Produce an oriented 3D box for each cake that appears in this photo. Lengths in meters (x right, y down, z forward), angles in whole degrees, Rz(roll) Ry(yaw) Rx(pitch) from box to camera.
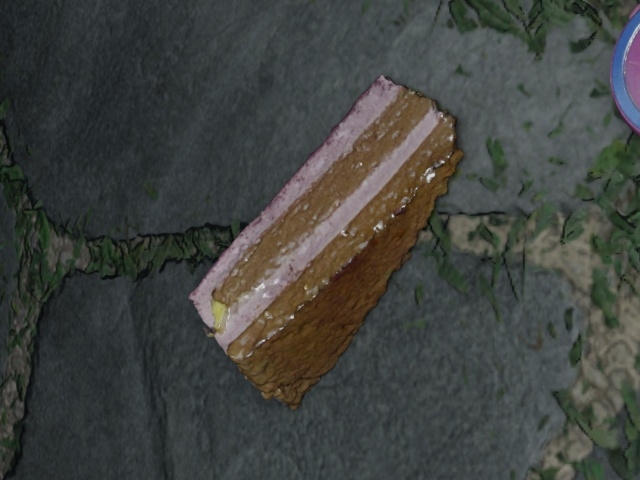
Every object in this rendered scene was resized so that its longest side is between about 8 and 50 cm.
[{"bbox_3d":[0.000,0.000,1.076,0.116,0.112,0.295,45,108,34],"label":"cake"}]

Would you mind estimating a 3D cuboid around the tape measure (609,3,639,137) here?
[{"bbox_3d":[0.259,-0.113,0.873,0.125,0.074,0.118,14,92,37],"label":"tape measure"}]
